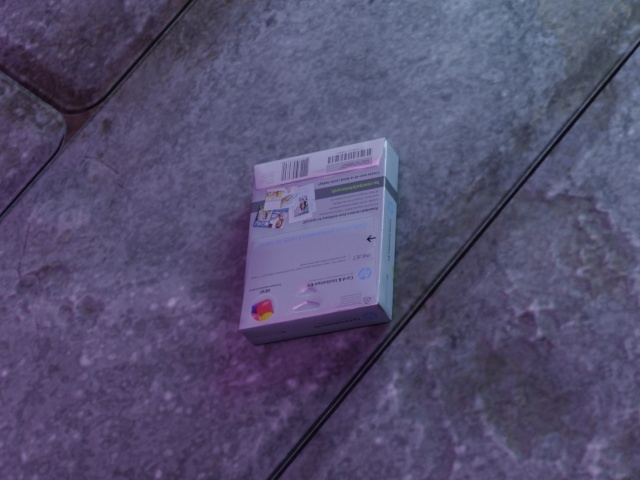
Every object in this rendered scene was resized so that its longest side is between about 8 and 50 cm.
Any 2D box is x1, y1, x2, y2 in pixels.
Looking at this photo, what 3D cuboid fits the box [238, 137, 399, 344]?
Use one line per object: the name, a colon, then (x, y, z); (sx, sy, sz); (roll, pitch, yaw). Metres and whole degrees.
box: (0.000, 0.000, 1.718); (0.145, 0.038, 0.186); (-12, 54, 23)
